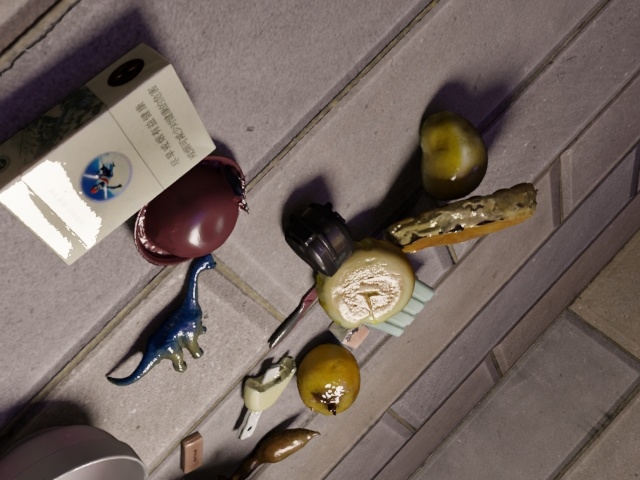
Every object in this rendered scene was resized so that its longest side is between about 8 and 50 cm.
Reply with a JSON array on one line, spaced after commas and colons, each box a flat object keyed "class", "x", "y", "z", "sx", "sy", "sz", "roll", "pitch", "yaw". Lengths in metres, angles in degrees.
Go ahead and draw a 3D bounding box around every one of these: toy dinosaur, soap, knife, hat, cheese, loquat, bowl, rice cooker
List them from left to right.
[{"class": "bowl", "x": -0.453, "y": 0.422, "z": 1.105, "sx": 0.287, "sy": 0.144, "sz": 0.287, "roll": -30, "pitch": 143, "yaw": -26}, {"class": "toy dinosaur", "x": -0.271, "y": 0.147, "z": 1.131, "sx": 0.248, "sy": 0.075, "sz": 0.188, "roll": -29, "pitch": 135, "yaw": -20}, {"class": "hat", "x": -0.187, "y": -0.036, "z": 0.994, "sx": 0.205, "sy": 0.089, "sz": 0.205, "roll": -32, "pitch": 144, "yaw": -27}, {"class": "cheese", "x": -0.141, "y": 0.373, "z": 1.516, "sx": 0.127, "sy": 0.050, "sz": 0.235, "roll": -12, "pitch": 134, "yaw": -47}, {"class": "knife", "x": -0.034, "y": 0.139, "z": 1.432, "sx": 0.247, "sy": 0.018, "sz": 0.035, "roll": -51, "pitch": 142, "yaw": -2}, {"class": "rice cooker", "x": 0.000, "y": 0.000, "z": 1.234, "sx": 0.106, "sy": 0.112, "sz": 0.165, "roll": -44, "pitch": 151, "yaw": -17}, {"class": "loquat", "x": 0.024, "y": 0.329, "z": 1.584, "sx": 0.204, "sy": 0.150, "sz": 0.172, "roll": -61, "pitch": 143, "yaw": -51}, {"class": "soap", "x": 0.161, "y": 0.134, "z": 1.589, "sx": 0.159, "sy": 0.087, "sz": 0.265, "roll": -53, "pitch": 148, "yaw": 6}]

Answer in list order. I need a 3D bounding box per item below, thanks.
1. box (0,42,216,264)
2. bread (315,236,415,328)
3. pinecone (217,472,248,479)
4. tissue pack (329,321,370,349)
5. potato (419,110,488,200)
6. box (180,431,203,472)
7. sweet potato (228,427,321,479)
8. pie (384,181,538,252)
[{"class": "box", "x": -0.275, "y": -0.107, "z": 0.833, "sx": 0.256, "sy": 0.069, "sz": 0.164, "roll": -41, "pitch": 147, "yaw": -13}, {"class": "bread", "x": 0.092, "y": 0.085, "z": 1.396, "sx": 0.214, "sy": 0.104, "sz": 0.213, "roll": -3, "pitch": 114, "yaw": -7}, {"class": "pinecone", "x": -0.208, "y": 0.724, "z": 1.515, "sx": 0.398, "sy": 0.398, "sz": 0.397, "roll": -31, "pitch": 144, "yaw": -26}, {"class": "tissue pack", "x": 0.073, "y": 0.219, "z": 1.601, "sx": 0.074, "sy": 0.059, "sz": 0.094, "roll": -50, "pitch": 148, "yaw": -2}, {"class": "potato", "x": 0.268, "y": -0.180, "z": 1.354, "sx": 0.157, "sy": 0.157, "sz": 0.194, "roll": -37, "pitch": 126, "yaw": -18}, {"class": "box", "x": -0.290, "y": 0.481, "z": 1.473, "sx": 0.048, "sy": 0.025, "sz": 0.115, "roll": -23, "pitch": 140, "yaw": -37}, {"class": "sweet potato", "x": -0.130, "y": 0.546, "z": 1.696, "sx": 0.270, "sy": 0.074, "sz": 0.074, "roll": -29, "pitch": 145, "yaw": -7}, {"class": "pie", "x": 0.302, "y": -0.041, "z": 1.425, "sx": 0.340, "sy": 0.083, "sz": 0.339, "roll": -16, "pitch": 174, "yaw": -2}]
